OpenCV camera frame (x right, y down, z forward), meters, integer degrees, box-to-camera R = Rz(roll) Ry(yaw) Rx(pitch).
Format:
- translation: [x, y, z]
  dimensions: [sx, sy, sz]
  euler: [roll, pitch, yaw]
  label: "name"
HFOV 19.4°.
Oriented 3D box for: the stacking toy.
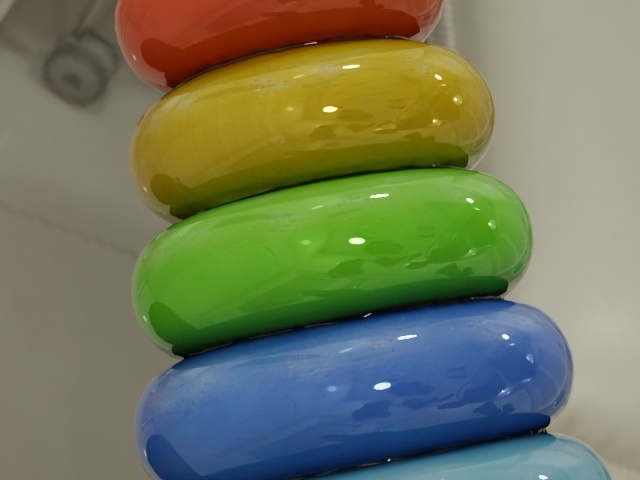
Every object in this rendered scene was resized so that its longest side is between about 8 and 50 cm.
- translation: [0.000, 0.000, 0.494]
  dimensions: [0.141, 0.141, 0.330]
  euler: [-5, 80, -39]
  label: "stacking toy"
